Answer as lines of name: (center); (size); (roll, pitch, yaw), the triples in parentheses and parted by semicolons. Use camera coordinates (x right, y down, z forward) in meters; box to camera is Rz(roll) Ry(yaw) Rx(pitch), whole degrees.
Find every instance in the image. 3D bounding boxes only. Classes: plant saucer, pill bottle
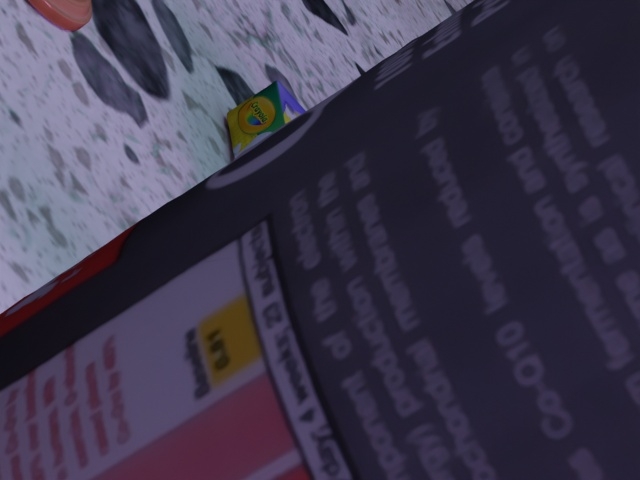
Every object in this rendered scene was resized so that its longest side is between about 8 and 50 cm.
plant saucer: (-0.141, -0.143, 0.968); (0.083, 0.013, 0.083); (50, 17, -22)
pill bottle: (0.033, 0.071, 0.429); (0.210, 0.363, 0.210); (51, 17, -22)

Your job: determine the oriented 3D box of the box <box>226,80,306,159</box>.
box: (0.000, 0.000, 1.065); (0.105, 0.043, 0.179); (46, 21, -34)
